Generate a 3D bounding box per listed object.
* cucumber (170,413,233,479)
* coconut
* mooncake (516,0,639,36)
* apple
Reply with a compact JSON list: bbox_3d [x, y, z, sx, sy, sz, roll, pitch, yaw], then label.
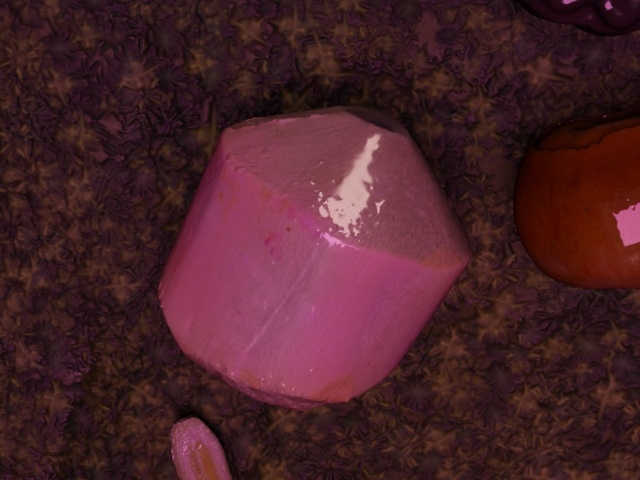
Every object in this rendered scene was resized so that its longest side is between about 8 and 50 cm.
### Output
[{"bbox_3d":[-0.157,0.267,1.518,0.067,0.035,0.108,-19,107,-10],"label":"cucumber"},{"bbox_3d":[0.000,0.000,1.298,0.297,0.297,0.310,29,110,-7],"label":"coconut"},{"bbox_3d":[0.300,-0.350,1.232,0.282,0.141,0.283,0,109,0],"label":"mooncake"},{"bbox_3d":[0.330,-0.053,1.296,0.236,0.237,0.208,-1,92,3],"label":"apple"}]
